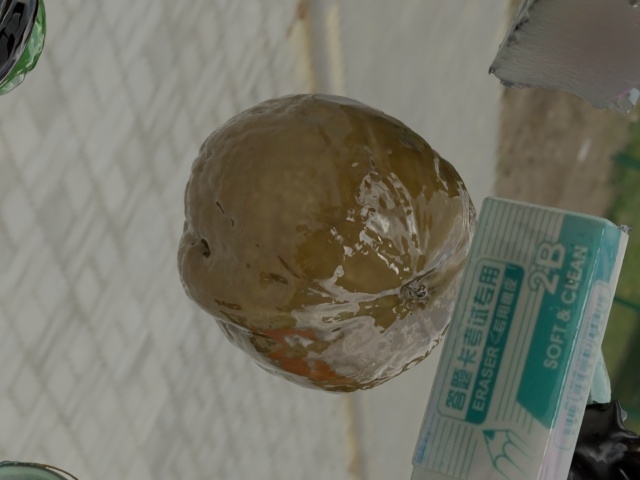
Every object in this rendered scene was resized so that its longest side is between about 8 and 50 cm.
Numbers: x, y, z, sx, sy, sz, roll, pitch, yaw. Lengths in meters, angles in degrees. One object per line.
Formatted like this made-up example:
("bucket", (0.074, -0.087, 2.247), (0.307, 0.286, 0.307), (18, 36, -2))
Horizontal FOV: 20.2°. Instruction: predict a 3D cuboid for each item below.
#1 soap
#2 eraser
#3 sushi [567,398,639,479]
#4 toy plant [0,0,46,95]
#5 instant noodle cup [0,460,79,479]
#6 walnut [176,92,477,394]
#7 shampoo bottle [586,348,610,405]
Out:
("soap", (0.267, -0.200, 1.686), (0.258, 0.159, 0.302), (-76, -176, -57))
("eraser", (0.131, 0.087, 1.202), (0.052, 0.095, 0.225), (22, 81, -58))
("sushi", (0.212, 0.257, 1.479), (0.234, 0.207, 0.348), (-42, 172, 21))
("toy plant", (-0.223, -0.093, 0.901), (0.235, 0.175, 0.218), (71, 39, -54))
("instant noodle cup", (-0.207, 0.268, 1.249), (0.216, 0.216, 0.172), (-57, 143, -32))
("walnut", (0.000, 0.000, 1.825), (0.333, 0.333, 0.333), (-59, 165, -27))
("shampoo bottle", (0.224, 0.090, 1.575), (0.190, 0.041, 0.069), (64, 25, -56))
